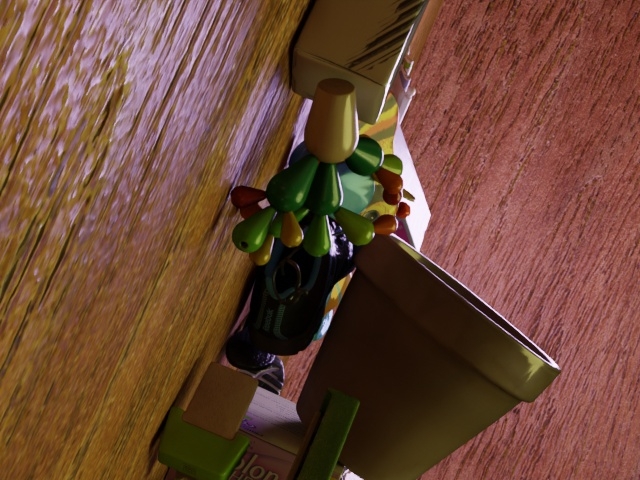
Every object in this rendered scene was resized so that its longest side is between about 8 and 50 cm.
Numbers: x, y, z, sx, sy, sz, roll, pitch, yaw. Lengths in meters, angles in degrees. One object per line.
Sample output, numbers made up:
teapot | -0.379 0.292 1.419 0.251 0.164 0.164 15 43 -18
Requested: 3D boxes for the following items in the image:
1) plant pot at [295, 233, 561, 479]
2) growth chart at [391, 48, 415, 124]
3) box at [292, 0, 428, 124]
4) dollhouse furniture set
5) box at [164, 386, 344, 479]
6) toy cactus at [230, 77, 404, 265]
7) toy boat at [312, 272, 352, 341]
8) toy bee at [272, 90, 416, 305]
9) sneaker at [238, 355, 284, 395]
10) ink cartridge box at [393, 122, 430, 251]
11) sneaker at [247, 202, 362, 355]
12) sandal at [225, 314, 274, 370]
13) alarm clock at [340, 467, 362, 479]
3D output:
plant pot | 0.121 0.183 1.270 0.280 0.323 0.323 -51 177 5
growth chart | 0.133 -0.292 1.666 0.237 0.021 0.172 -93 -160 -43
box | 0.067 -0.261 0.875 0.113 0.094 0.275 101 12 -78
dollhouse furniture set | -0.095 0.290 1.114 0.301 0.197 0.151 107 6 -50
box | -0.079 0.307 1.298 0.243 0.213 0.117 -26 140 -85
toy cactus | 0.003 -0.068 0.852 0.219 0.112 0.181 -17 132 -30
toy boat | 0.018 0.034 1.546 0.267 0.148 0.318 108 6 -50
toy bee | 0.041 -0.077 1.112 0.195 0.162 0.298 63 -38 30
sneaker | -0.133 0.287 1.559 0.208 0.081 0.094 -59 -178 -14
ink cartridge box | 0.105 -0.140 1.525 0.186 0.065 0.311 -60 135 -64
sneaker | 0.000 0.000 1.291 0.140 0.125 0.341 96 13 -53
sandal | -0.097 0.152 1.296 0.040 0.067 0.179 -56 -178 16
alarm clock | 0.081 0.385 1.373 0.192 0.129 0.064 -57 170 -70
